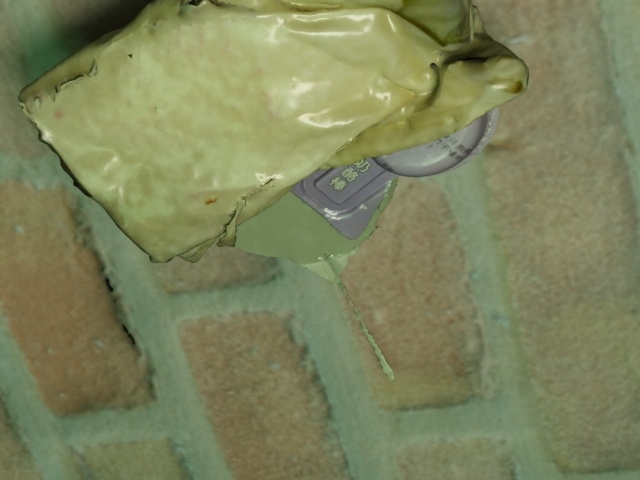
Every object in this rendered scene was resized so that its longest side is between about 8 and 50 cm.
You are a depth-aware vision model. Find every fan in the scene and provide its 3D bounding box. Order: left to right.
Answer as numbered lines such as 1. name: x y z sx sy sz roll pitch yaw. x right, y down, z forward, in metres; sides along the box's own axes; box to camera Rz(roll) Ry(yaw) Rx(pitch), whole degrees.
1. fan: 0.000 -0.001 1.503 0.182 0.010 0.310 -14 124 19

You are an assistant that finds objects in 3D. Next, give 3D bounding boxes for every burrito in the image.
1. burrito: -0.026 -0.120 1.323 0.332 0.135 0.190 -27 109 25

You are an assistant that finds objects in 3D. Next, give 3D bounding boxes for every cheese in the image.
1. cheese: 0.057 -0.077 1.406 0.191 0.042 0.105 -36 116 28
